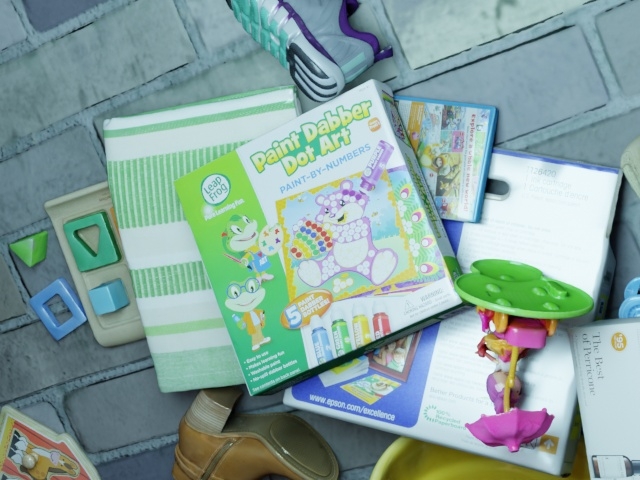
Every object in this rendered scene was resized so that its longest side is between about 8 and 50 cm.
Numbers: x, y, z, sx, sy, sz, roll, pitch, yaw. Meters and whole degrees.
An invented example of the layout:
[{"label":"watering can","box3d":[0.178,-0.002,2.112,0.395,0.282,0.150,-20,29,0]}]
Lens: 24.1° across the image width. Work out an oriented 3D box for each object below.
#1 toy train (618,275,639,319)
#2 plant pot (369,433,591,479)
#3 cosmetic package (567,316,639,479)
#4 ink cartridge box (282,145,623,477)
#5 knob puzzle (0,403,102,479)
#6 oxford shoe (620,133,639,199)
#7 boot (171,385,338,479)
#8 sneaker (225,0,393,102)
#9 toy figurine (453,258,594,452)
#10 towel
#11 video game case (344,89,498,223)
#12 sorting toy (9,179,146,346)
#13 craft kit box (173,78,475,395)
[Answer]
[{"label":"toy train","box3d":[0.335,0.116,1.480,0.105,0.080,0.184,18,113,11]},{"label":"plant pot","box3d":[0.180,0.343,1.557,0.254,0.254,0.239,11,129,23]},{"label":"cosmetic package","box3d":[0.303,0.192,1.404,0.099,0.060,0.239,-10,89,44]},{"label":"ink cartridge box","box3d":[0.139,0.056,1.535,0.303,0.072,0.307,12,85,23]},{"label":"knob puzzle","box3d":[-0.354,0.329,1.935,0.213,0.030,0.213,9,112,23]},{"label":"oxford shoe","box3d":[0.435,0.035,1.390,0.397,0.140,0.146,54,153,-6]},{"label":"boot","box3d":[-0.081,0.264,1.755,0.197,0.073,0.152,33,126,15]},{"label":"sneaker","box3d":[-0.023,-0.240,1.541,0.223,0.098,0.083,53,160,21]},{"label":"toy figurine","box3d":[0.176,0.116,1.420,0.130,0.173,0.159,4,105,-8]},{"label":"towel","box3d":[-0.100,0.003,1.654,0.248,0.038,0.325,-8,106,16]},{"label":"video game case","box3d":[0.092,-0.087,1.532,0.166,0.015,0.119,9,86,24]},{"label":"sorting toy","box3d":[-0.227,0.026,1.745,0.348,0.047,0.196,-16,101,30]},{"label":"craft kit box","box3d":[0.000,0.000,1.525,0.250,0.061,0.246,-26,74,20]}]
